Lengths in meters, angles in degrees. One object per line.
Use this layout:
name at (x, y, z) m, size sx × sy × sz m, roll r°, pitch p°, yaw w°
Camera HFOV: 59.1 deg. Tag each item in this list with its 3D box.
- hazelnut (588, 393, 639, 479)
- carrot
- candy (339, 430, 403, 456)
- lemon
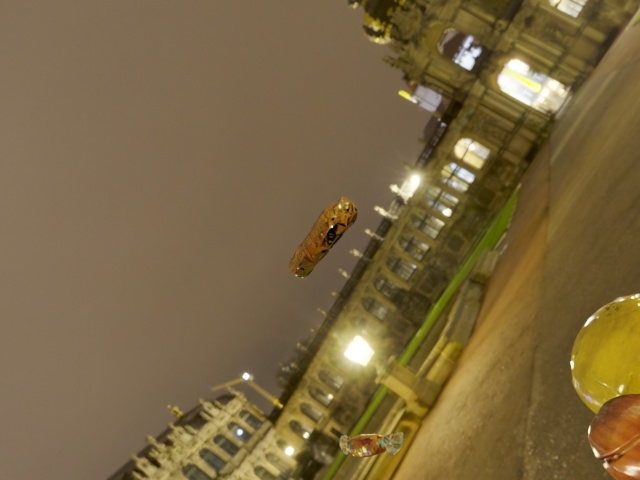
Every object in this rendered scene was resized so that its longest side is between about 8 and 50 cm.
hazelnut at (0.570, 0.344, 0.983) m, size 0.182 × 0.182 × 0.182 m, roll -53°, pitch -12°, yaw -16°
carrot at (0.000, 0.001, 1.149) m, size 0.069 × 0.069 × 0.228 m, roll -44°, pitch -7°, yaw -47°
candy at (0.110, 0.468, 1.291) m, size 0.182 × 0.053 × 0.046 m, roll -22°, pitch -11°, yaw 37°
lemon at (0.686, 0.260, 1.197) m, size 0.297 × 0.297 × 0.297 m, roll -53°, pitch -12°, yaw -16°
